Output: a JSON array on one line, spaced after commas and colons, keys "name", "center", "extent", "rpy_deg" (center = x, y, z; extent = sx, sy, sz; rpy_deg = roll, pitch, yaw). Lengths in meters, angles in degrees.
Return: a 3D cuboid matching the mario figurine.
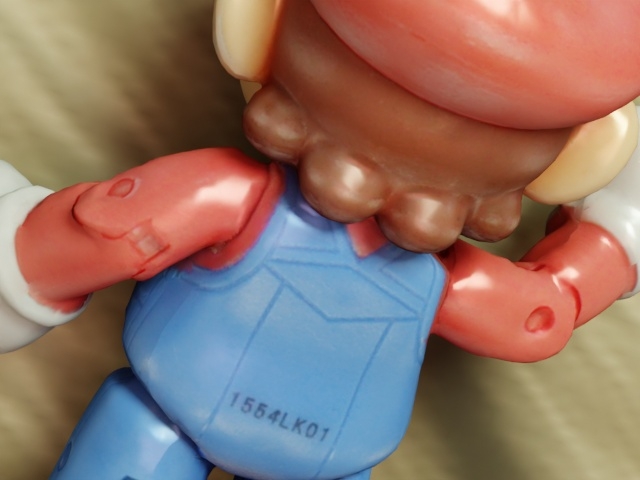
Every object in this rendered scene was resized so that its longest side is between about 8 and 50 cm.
[{"name": "mario figurine", "center": [0.000, 0.000, 0.484], "extent": [0.198, 0.170, 0.320], "rpy_deg": [8, 114, -51]}]
